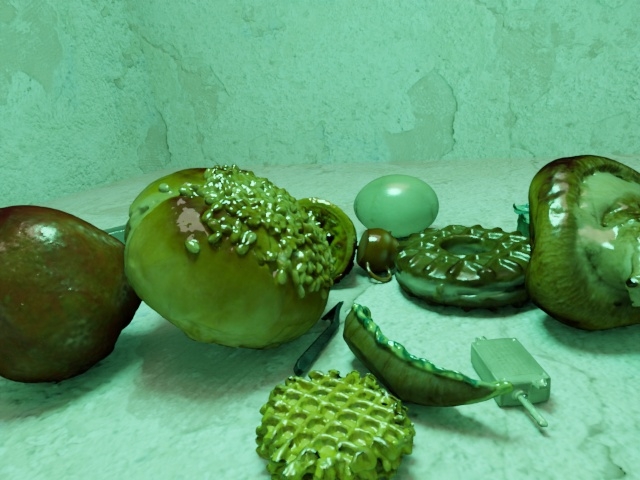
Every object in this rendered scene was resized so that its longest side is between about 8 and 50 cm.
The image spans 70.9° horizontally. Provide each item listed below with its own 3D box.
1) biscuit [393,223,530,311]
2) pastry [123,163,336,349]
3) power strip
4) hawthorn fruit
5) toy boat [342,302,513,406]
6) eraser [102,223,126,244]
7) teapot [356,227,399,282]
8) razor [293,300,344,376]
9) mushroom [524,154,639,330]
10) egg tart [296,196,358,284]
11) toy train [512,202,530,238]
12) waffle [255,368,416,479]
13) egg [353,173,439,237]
[{"bbox_3d":[0.321,0.048,0.978,0.331,0.103,0.332,-6,19,2],"label":"biscuit"},{"bbox_3d":[-0.153,0.010,0.826,0.409,0.245,0.410,28,21,-12],"label":"pastry"},{"bbox_3d":[0.274,0.196,0.636,0.075,0.042,0.175,-6,20,0],"label":"power strip"},{"bbox_3d":[-0.470,0.085,0.784,0.294,0.312,0.295,-27,1,1],"label":"hawthorn fruit"},{"bbox_3d":[0.124,0.176,0.653,0.099,0.109,0.292,-42,30,-17],"label":"toy boat"},{"bbox_3d":[-0.554,0.008,1.338,0.352,0.112,0.077,-19,20,-34],"label":"eraser"},{"bbox_3d":[0.150,0.033,1.091,0.116,0.116,0.173,-2,45,11],"label":"teapot"},{"bbox_3d":[0.001,0.177,0.797,0.066,0.033,0.190,-47,0,30],"label":"razor"},{"bbox_3d":[0.507,0.003,0.761,0.345,0.346,0.260,-12,-16,-18],"label":"mushroom"},{"bbox_3d":[0.000,0.000,1.078,0.215,0.215,0.171,1,9,20],"label":"egg tart"},{"bbox_3d":[0.569,-0.024,1.121,0.162,0.112,0.203,4,20,9],"label":"toy train"},{"bbox_3d":[0.019,0.234,0.560,0.197,0.070,0.193,-11,19,-24],"label":"waffle"},{"bbox_3d":[0.219,-0.100,1.315,0.253,0.187,0.186,3,20,23],"label":"egg"}]
